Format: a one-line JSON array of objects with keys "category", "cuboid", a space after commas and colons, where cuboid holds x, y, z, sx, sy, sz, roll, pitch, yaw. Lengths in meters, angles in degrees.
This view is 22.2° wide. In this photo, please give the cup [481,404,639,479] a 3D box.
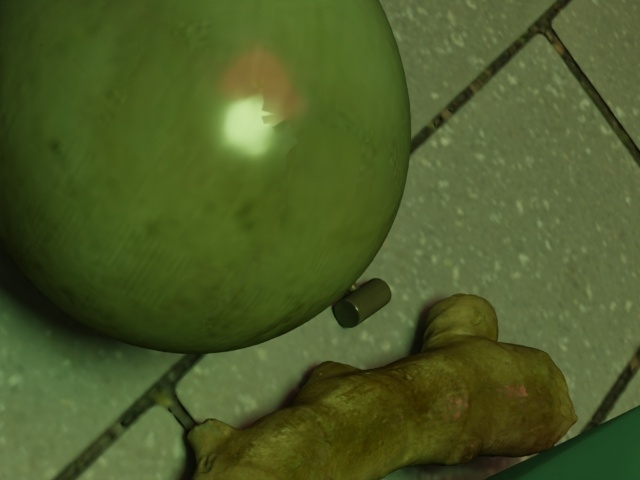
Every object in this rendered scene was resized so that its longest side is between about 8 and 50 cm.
[{"category": "cup", "cuboid": [0.123, 0.172, 0.845, 0.134, 0.235, 0.148, -38, 98, -46]}]

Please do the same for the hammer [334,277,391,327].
[{"category": "hammer", "cuboid": [0.000, 0.000, 0.986, 0.035, 0.019, 0.110, -30, 85, -46]}]

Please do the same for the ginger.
[{"category": "ginger", "cuboid": [0.035, 0.108, 0.916, 0.118, 0.065, 0.298, 40, 37, 25]}]

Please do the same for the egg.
[{"category": "egg", "cuboid": [-0.072, -0.082, 0.822, 0.218, 0.218, 0.295, 12, 47, -37]}]
